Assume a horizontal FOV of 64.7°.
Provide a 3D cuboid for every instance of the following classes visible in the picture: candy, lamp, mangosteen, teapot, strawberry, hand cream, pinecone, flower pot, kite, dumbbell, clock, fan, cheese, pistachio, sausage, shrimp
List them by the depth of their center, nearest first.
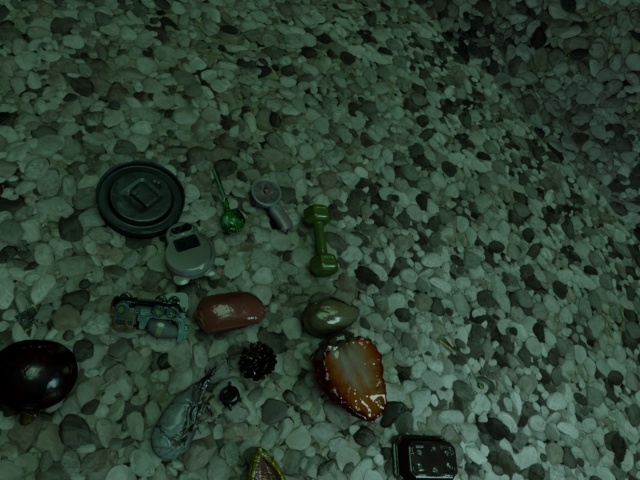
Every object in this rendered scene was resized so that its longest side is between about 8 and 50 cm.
[{"bbox_3d":[-0.846,0.424,1.477,0.235,0.235,0.261,12,94,-15],"label":"mangosteen"},{"bbox_3d":[-0.410,0.540,1.629,0.145,0.116,0.343,34,64,-3],"label":"shrimp"},{"bbox_3d":[-0.941,0.252,1.635,0.090,0.004,0.122,17,60,-12],"label":"kite"},{"bbox_3d":[-0.307,0.528,1.717,0.068,0.045,0.100,-7,47,-1],"label":"teapot"},{"bbox_3d":[-0.223,0.413,1.750,0.140,0.140,0.121,-30,120,-31],"label":"pinecone"},{"bbox_3d":[-0.548,0.224,1.783,0.162,0.036,0.086,2,70,-20],"label":"cheese"},{"bbox_3d":[-0.328,0.254,1.794,0.254,0.148,0.148,-7,67,-30],"label":"sausage"},{"bbox_3d":[0.391,0.795,1.827,0.251,0.084,0.179,9,61,-16],"label":"flower pot"},{"bbox_3d":[0.103,0.501,1.842,0.265,0.149,0.336,-26,86,-37],"label":"strawberry"},{"bbox_3d":[-0.486,0.046,1.857,0.179,0.108,0.246,-15,64,-23],"label":"lamp"},{"bbox_3d":[-0.677,-0.156,1.911,0.319,0.066,0.319,9,62,-16],"label":"clock"},{"bbox_3d":[0.041,0.286,1.927,0.238,0.153,0.138,-12,29,-28],"label":"pistachio"},{"bbox_3d":[-0.388,-0.166,2.033,0.097,0.097,0.323,-10,60,-25],"label":"candy"},{"bbox_3d":[0.000,0.000,2.068,0.121,0.108,0.302,0,64,-20],"label":"dumbbell"},{"bbox_3d":[0.645,0.573,2.079,0.025,0.023,0.083,-35,67,9],"label":"candy"},{"bbox_3d":[-0.197,-0.146,2.086,0.130,0.074,0.244,-29,78,-31],"label":"fan"},{"bbox_3d":[0.531,0.440,2.101,0.035,0.022,0.102,-35,76,-27],"label":"hand cream"}]

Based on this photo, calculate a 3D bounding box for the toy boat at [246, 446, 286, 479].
[{"bbox_3d":[-0.159,0.819,1.596,0.141,0.099,0.318,-6,64,-28],"label":"toy boat"}]

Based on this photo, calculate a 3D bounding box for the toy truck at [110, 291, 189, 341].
[{"bbox_3d":[-0.571,0.264,1.704,0.256,0.108,0.140,7,105,-15],"label":"toy truck"}]
